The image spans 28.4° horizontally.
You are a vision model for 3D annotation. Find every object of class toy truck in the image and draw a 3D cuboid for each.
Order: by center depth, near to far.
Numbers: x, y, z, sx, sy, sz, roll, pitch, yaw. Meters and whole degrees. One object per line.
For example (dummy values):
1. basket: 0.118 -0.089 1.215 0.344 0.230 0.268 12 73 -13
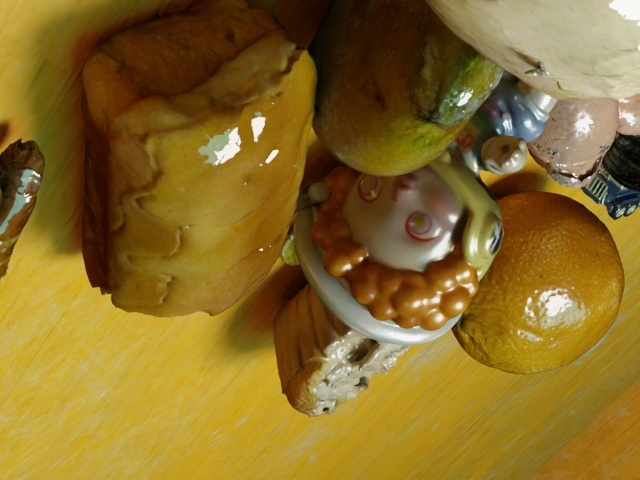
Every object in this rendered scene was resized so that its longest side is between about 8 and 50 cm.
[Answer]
1. toy truck: 0.466 -0.092 1.915 0.201 0.074 0.088 -11 137 -44

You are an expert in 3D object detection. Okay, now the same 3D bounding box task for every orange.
1. orange: 0.281 0.059 1.716 0.264 0.264 0.264 -30 156 -15

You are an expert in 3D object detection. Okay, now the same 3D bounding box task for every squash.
1. squash: 0.445 -0.153 1.663 0.193 0.156 0.193 -30 137 -33

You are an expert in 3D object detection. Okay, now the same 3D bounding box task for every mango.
1. mango: 0.072 -0.147 1.041 0.316 0.146 0.193 -158 -94 -79

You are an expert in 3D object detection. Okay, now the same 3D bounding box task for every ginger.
1. ginger: -0.287 -0.015 1.007 0.103 0.073 0.162 -27 152 -56

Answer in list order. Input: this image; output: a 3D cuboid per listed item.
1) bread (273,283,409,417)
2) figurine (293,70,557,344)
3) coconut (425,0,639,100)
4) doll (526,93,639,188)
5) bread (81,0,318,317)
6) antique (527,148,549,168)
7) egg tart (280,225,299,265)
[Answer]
1. bread: 0.049 0.097 1.557 0.274 0.149 0.274 -37 169 -9
2. figurine: 0.152 -0.062 1.318 0.382 0.224 0.205 -42 163 18
3. coconut: 0.206 -0.279 0.809 0.404 0.404 0.404 -30 156 -15
4. doll: 0.323 -0.203 1.441 0.303 0.201 0.156 -32 -161 -25
5. bread: -0.104 -0.049 1.090 0.195 0.149 0.344 -26 155 -22
6. antique: 0.305 -0.130 1.572 0.104 0.104 0.104 -30 156 -15
7. egg tart: 0.000 0.000 1.470 0.105 0.039 0.105 -29 154 -16
